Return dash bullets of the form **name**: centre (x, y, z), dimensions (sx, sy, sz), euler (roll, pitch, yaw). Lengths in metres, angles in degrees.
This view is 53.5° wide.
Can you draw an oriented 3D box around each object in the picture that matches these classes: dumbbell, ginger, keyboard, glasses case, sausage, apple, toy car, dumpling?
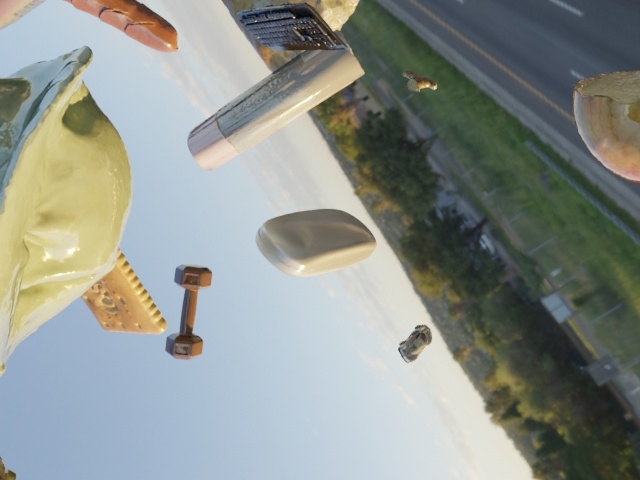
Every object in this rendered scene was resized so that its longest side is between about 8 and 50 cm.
- **dumbbell**: centre (-0.321, 0.174, 1.548), dimensions (0.082, 0.092, 0.231), euler (-142, 61, -84)
- **ginger**: centre (0.258, -0.414, 1.667), dimensions (0.097, 0.048, 0.030), euler (23, 172, 1)
- **keyboard**: centre (-0.040, -0.251, 0.763), dimensions (0.074, 0.015, 0.196), euler (44, 171, -32)
- **glasses case**: centre (0.000, 0.000, 0.753), dimensions (0.076, 0.049, 0.197), euler (46, -152, 19)
- **sausage**: centre (-0.495, -0.527, 1.365), dimensions (0.433, 0.088, 0.088), euler (22, -154, -33)
- **apple**: centre (0.567, -0.182, 1.042), dimensions (0.251, 0.292, 0.163), euler (-36, -51, -50)
- **toy car**: centre (0.181, 0.191, 1.190), dimensions (0.025, 0.093, 0.041), euler (-22, 104, 54)
- **dumpling**: centre (-0.317, -0.016, 0.640), dimensions (0.321, 0.211, 0.270), euler (88, -158, -48)

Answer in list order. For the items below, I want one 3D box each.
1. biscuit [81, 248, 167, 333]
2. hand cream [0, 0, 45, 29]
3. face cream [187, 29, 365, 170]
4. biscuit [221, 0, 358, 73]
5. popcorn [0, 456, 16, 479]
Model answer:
- **biscuit**: centre (-0.364, 0.059, 1.038), dimensions (0.030, 0.160, 0.250), euler (-56, -47, -43)
- **hand cream**: centre (-0.452, -0.441, 1.063), dimensions (0.111, 0.312, 0.070), euler (-70, -43, -68)
- **face cream**: centre (-0.069, -0.200, 0.917), dimensions (0.073, 0.269, 0.107), euler (56, -170, -19)
- **biscuit**: centre (-0.072, -0.510, 0.977), dimensions (0.446, 0.104, 0.429), euler (56, 146, 7)
- **popcorn**: centre (-0.404, 0.295, 0.670), dimensions (0.162, 0.135, 0.141), euler (45, -171, 34)
